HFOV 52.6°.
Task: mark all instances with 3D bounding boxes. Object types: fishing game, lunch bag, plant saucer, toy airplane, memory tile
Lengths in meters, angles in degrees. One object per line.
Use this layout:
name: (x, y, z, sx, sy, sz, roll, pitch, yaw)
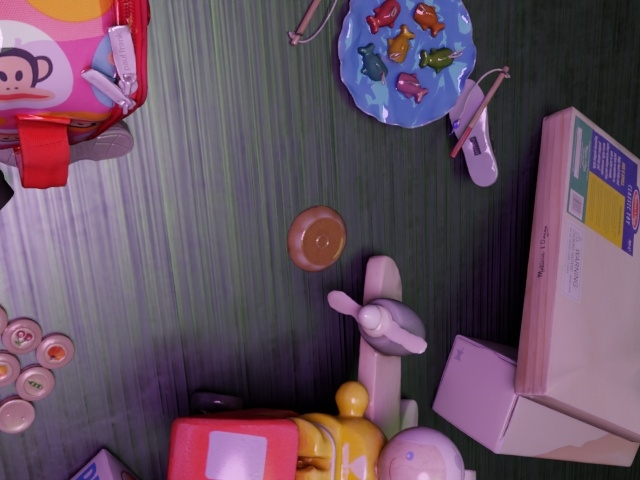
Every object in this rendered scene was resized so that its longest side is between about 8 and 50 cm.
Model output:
fishing game: (0.109, -0.226, 0.757, 0.264, 0.041, 0.189, 34, 86, -22)
lunch bag: (-0.203, -0.165, 0.449, 0.120, 0.293, 0.259, -9, 97, -27)
plant saucer: (0.000, 0.000, 0.784, 0.083, 0.015, 0.084, -8, 106, -28)
toy airplane: (0.060, 0.260, 0.730, 0.384, 0.272, 0.386, -38, 104, -40)
memory tile: (-0.327, 0.118, 0.627, 0.148, 0.012, 0.113, 36, 84, -32)

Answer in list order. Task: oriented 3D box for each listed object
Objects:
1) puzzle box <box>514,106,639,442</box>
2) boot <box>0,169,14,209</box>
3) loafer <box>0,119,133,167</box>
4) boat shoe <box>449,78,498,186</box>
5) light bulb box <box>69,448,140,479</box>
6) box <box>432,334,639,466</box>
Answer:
puzzle box: (0.397, 0.050, 0.909, 0.272, 0.052, 0.409, 26, 66, -29)
boot: (-0.435, -0.055, 0.450, 0.347, 0.131, 0.260, -28, 115, -21)
loafer: (-0.243, -0.096, 0.611, 0.125, 0.039, 0.045, -8, 139, -25)
boat shoe: (0.202, -0.141, 0.851, 0.040, 0.049, 0.142, -39, 116, -68)
light bulb box: (-0.226, 0.458, 0.570, 0.361, 0.358, 0.225, -42, 121, -13)
box: (0.336, 0.241, 0.965, 0.311, 0.148, 0.121, 16, 94, -31)
